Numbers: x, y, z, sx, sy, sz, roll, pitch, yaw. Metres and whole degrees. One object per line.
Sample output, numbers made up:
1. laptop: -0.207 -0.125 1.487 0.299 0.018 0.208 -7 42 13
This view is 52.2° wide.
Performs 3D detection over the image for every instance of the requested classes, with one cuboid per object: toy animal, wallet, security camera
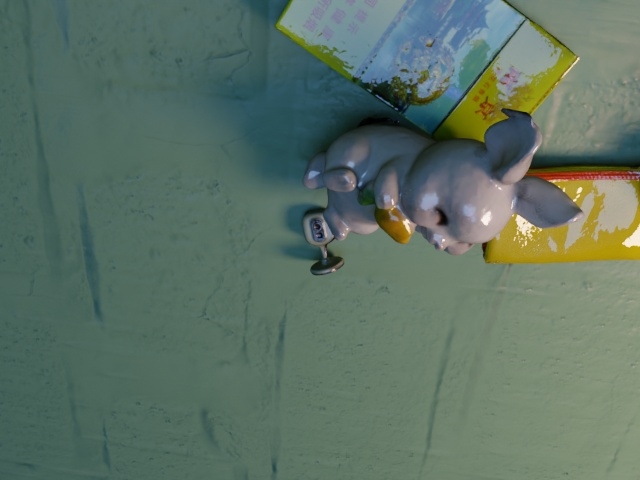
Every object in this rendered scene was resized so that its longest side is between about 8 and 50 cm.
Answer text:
1. toy animal: 0.141 -0.072 0.813 0.325 0.154 0.208 -12 134 40
2. wallet: 0.349 -0.041 0.911 0.241 0.067 0.141 -1 115 1
3. security camera: 0.000 0.000 0.978 0.058 0.058 0.092 -13 109 13

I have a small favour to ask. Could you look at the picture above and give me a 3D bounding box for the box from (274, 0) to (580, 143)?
1. box: 0.131 -0.251 0.820 0.334 0.047 0.187 32 117 -13
